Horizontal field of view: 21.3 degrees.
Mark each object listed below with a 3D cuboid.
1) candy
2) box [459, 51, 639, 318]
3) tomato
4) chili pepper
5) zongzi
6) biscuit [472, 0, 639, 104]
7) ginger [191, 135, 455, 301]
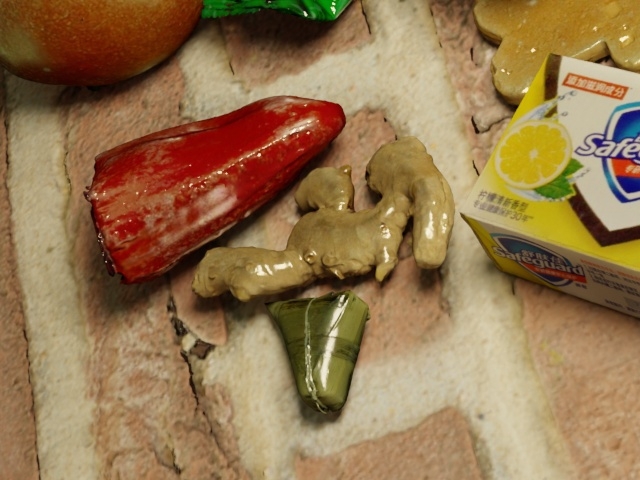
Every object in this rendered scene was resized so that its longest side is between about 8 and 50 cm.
[{"bbox_3d":[-0.011,-0.267,1.635,0.141,0.078,0.203,27,57,27],"label":"candy"},{"bbox_3d":[0.262,-0.031,1.318,0.265,0.097,0.168,21,74,37],"label":"box"},{"bbox_3d":[-0.244,-0.306,1.683,0.303,0.239,0.303,-15,57,25],"label":"tomato"},{"bbox_3d":[-0.093,-0.063,1.544,0.253,0.144,0.136,-26,77,3],"label":"chili pepper"},{"bbox_3d":[-0.018,0.095,1.434,0.113,0.052,0.104,-4,57,39],"label":"zongzi"},{"bbox_3d":[0.251,-0.198,1.472,0.234,0.030,0.153,-21,54,17],"label":"biscuit"},{"bbox_3d":[0.004,-0.012,1.482,0.259,0.065,0.149,-17,41,27],"label":"ginger"}]
